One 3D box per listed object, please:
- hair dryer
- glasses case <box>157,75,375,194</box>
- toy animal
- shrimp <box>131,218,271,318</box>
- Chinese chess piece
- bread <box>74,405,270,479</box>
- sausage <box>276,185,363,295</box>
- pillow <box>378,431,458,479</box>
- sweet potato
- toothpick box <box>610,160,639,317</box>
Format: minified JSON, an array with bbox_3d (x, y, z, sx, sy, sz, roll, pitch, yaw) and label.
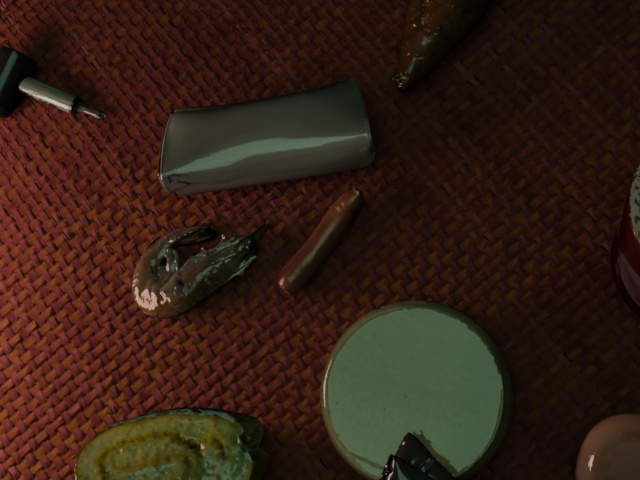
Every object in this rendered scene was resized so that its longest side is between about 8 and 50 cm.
[{"bbox_3d":[-0.413,-0.214,1.653,0.198,0.057,0.100,21,85,9],"label":"hair dryer"},{"bbox_3d":[-0.075,-0.143,1.549,0.308,0.083,0.128,-8,71,10],"label":"glasses case"},{"bbox_3d":[0.435,0.281,1.320,0.250,0.154,0.166,2,71,9],"label":"toy animal"},{"bbox_3d":[-0.174,0.022,1.558,0.223,0.047,0.126,-32,64,5],"label":"shrimp"},{"bbox_3d":[0.124,0.202,1.425,0.250,0.101,0.250,-2,80,12],"label":"Chinese chess piece"},{"bbox_3d":[-0.186,0.319,1.443,0.257,0.124,0.185,-18,62,-6],"label":"bread"},{"bbox_3d":[0.001,0.001,1.520,0.040,0.047,0.176,38,90,28],"label":"sausage"},{"bbox_3d":[0.180,0.406,1.324,0.326,0.101,0.228,29,108,4],"label":"pillow"},{"bbox_3d":[0.187,-0.358,1.513,0.131,0.131,0.336,22,84,15],"label":"sweet potato"},{"bbox_3d":[0.450,-0.006,1.280,0.204,0.333,0.204,-2,78,12],"label":"toothpick box"}]
